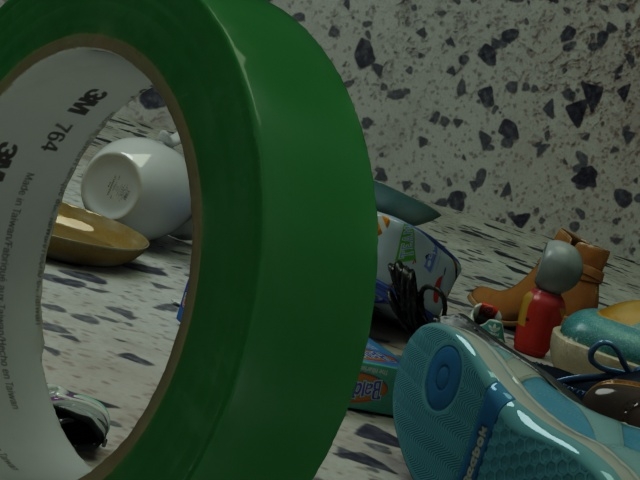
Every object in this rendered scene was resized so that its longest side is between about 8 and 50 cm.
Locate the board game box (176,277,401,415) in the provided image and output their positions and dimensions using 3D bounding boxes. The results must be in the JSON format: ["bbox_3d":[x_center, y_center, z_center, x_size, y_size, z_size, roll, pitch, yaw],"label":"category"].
[{"bbox_3d":[-0.022,0.099,1.472,0.160,0.047,0.210,14,8,-29],"label":"board game box"}]

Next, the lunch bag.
[{"bbox_3d":[0.000,0.000,1.849,0.303,0.115,0.243,21,-5,30],"label":"lunch bag"}]

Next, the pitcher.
[{"bbox_3d":[-0.193,-0.084,1.919,0.125,0.178,0.207,26,9,22],"label":"pitcher"}]

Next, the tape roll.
[{"bbox_3d":[-0.111,0.017,0.811,0.077,0.321,0.321,10,10,-43],"label":"tape roll"}]

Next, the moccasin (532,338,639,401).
[{"bbox_3d":[0.316,0.171,1.456,0.137,0.117,0.342,12,10,-37],"label":"moccasin"}]

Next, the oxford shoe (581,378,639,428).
[{"bbox_3d":[0.304,0.187,1.279,0.098,0.097,0.271,22,8,-47],"label":"oxford shoe"}]

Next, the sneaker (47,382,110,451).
[{"bbox_3d":[-0.184,0.114,1.030,0.098,0.038,0.069,15,7,-12],"label":"sneaker"}]

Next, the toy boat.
[{"bbox_3d":[0.351,0.107,1.886,0.267,0.148,0.318,12,10,-36],"label":"toy boat"}]

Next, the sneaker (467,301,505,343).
[{"bbox_3d":[0.184,0.106,1.787,0.057,0.075,0.161,17,8,-4],"label":"sneaker"}]

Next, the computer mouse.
[{"bbox_3d":[0.147,0.141,1.365,0.272,0.072,0.188,35,-19,50],"label":"computer mouse"}]

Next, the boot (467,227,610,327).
[{"bbox_3d":[0.300,0.054,2.137,0.197,0.152,0.073,23,10,37],"label":"boot"}]

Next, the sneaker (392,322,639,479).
[{"bbox_3d":[0.199,0.170,1.190,0.208,0.127,0.319,11,19,-30],"label":"sneaker"}]

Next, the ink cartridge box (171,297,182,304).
[{"bbox_3d":[-0.061,0.054,1.658,0.104,0.060,0.180,22,9,30],"label":"ink cartridge box"}]

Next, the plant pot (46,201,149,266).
[{"bbox_3d":[-0.305,-0.015,1.723,0.236,0.032,0.236,17,8,-2],"label":"plant pot"}]

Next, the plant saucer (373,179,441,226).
[{"bbox_3d":[0.053,-0.053,1.945,0.195,0.037,0.195,23,-3,1],"label":"plant saucer"}]
